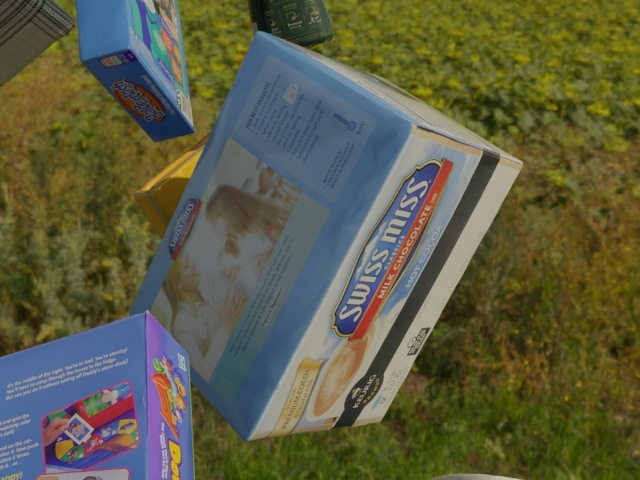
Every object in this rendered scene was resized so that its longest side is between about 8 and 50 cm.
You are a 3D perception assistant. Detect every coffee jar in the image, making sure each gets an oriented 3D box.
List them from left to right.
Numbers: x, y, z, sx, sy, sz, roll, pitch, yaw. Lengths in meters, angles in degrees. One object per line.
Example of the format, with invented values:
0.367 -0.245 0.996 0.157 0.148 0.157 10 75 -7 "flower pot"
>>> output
-0.050 -0.314 0.949 0.096 0.184 0.079 -15 17 -1 "coffee jar"

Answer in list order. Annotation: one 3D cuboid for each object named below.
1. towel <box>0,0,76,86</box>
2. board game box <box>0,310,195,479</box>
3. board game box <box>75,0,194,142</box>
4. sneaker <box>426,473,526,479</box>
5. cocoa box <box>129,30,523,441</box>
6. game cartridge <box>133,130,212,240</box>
-0.550 -0.307 1.083 0.324 0.312 0.056 -22 48 31 "towel"
-0.265 0.213 0.599 0.347 0.078 0.233 -17 51 9 "board game box"
-0.175 -0.220 0.756 0.047 0.210 0.160 -12 -21 7 "board game box"
0.145 0.413 0.921 0.130 0.323 0.236 14 57 -17 "sneaker"
0.000 0.000 0.863 0.231 0.347 0.228 38 18 34 "cocoa box"
-0.072 -0.006 1.121 0.052 0.324 0.285 -5 32 44 "game cartridge"
